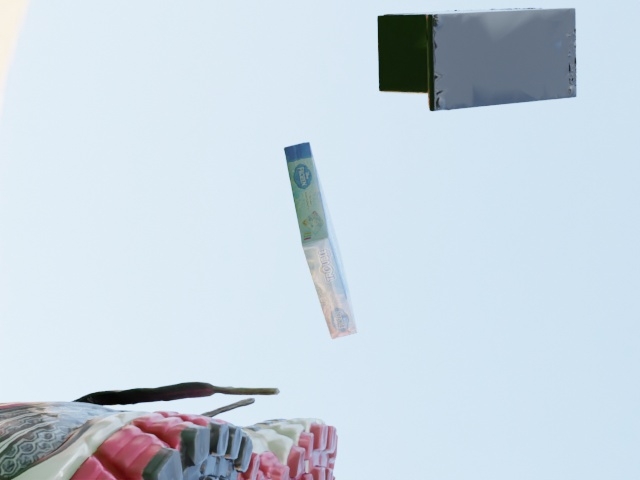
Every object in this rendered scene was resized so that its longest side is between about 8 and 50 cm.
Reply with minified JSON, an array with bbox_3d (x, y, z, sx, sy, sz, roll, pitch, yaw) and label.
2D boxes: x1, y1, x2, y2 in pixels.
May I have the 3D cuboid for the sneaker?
[{"bbox_3d":[-0.066,0.106,0.608,0.112,0.299,0.121,9,-104,15],"label":"sneaker"}]

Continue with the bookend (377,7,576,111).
[{"bbox_3d":[0.093,-0.145,1.303,0.156,0.157,0.072,8,-77,49],"label":"bookend"}]

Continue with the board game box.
[{"bbox_3d":[0.000,0.000,1.045,0.090,0.020,0.090,73,5,-45],"label":"board game box"}]
